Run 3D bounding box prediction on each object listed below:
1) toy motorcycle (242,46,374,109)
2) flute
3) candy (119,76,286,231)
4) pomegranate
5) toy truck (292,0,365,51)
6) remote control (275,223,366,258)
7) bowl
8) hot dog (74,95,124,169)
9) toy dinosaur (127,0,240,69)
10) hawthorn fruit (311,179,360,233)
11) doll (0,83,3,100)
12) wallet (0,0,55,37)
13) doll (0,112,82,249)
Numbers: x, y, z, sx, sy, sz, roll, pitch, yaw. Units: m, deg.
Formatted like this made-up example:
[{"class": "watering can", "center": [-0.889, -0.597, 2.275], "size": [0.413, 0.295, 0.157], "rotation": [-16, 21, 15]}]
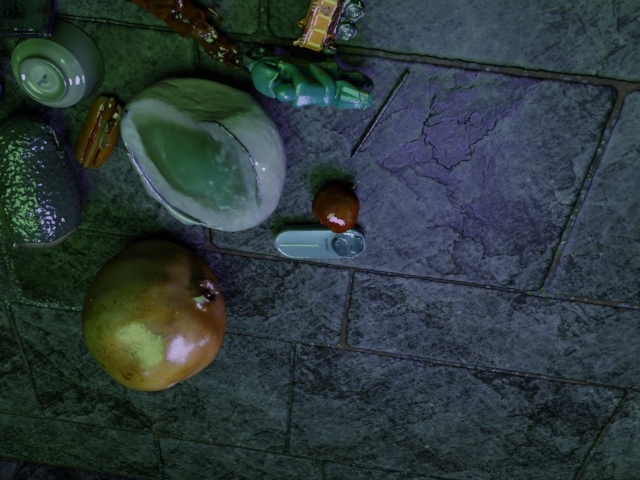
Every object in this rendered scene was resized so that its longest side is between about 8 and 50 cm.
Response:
[{"class": "toy motorcycle", "center": [-0.030, -0.349, 1.481], "size": [0.297, 0.198, 0.109], "rotation": [11, 126, -2]}, {"class": "flute", "center": [0.137, -0.290, 1.622], "size": [0.014, 0.014, 0.269], "rotation": [25, 129, -12]}, {"class": "candy", "center": [-0.260, -0.195, 1.656], "size": [0.387, 0.186, 0.426], "rotation": [5, 134, 16]}, {"class": "pomegranate", "center": [-0.445, 0.199, 1.896], "size": [0.417, 0.416, 0.416], "rotation": [5, 131, 6]}, {"class": "toy truck", "center": [0.034, -0.515, 1.386], "size": [0.135, 0.114, 0.270], "rotation": [16, 133, -10]}, {"class": "remote control", "center": [0.000, 0.000, 1.868], "size": [0.248, 0.052, 0.104], "rotation": [0, 132, 9]}, {"class": "bowl", "center": [-0.621, -0.395, 1.597], "size": [0.212, 0.112, 0.211], "rotation": [6, 130, 7]}, {"class": "hot dog", "center": [-0.552, -0.270, 1.723], "size": [0.092, 0.062, 0.235], "rotation": [27, 128, -9]}, {"class": "toy dinosaur", "center": [-0.330, -0.527, 1.449], "size": [0.432, 0.097, 0.208], "rotation": [31, 138, -12]}, {"class": "hawthorn fruit", "center": [0.043, -0.086, 1.754], "size": [0.125, 0.140, 0.125], "rotation": [30, 153, 17]}, {"class": "doll", "center": [-0.880, -0.393, 1.614], "size": [0.376, 0.187, 0.365], "rotation": [-5, 124, 43]}, {"class": "wallet", "center": [-0.668, -0.501, 1.528], "size": [0.166, 0.111, 0.030], "rotation": [1, 170, 7]}, {"class": "doll", "center": [-0.742, -0.153, 1.753], "size": [0.248, 0.247, 0.349], "rotation": [5, 120, 6]}]
